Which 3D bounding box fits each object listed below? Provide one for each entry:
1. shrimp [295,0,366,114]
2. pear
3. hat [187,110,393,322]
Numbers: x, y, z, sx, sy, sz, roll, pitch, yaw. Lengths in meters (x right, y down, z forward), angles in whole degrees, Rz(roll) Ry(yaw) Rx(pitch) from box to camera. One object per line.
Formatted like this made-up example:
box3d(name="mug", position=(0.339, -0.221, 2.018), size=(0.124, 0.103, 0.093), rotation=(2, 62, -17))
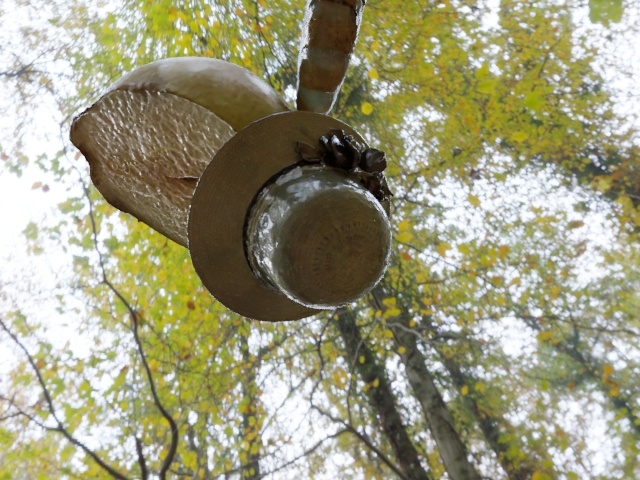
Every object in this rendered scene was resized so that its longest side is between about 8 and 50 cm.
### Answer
box3d(name="shrimp", position=(0.006, -0.246, 0.808), size=(0.068, 0.287, 0.185), rotation=(12, -89, -3))
box3d(name="pear", position=(-0.170, -0.142, 0.935), size=(0.386, 0.191, 0.340), rotation=(17, -38, 16))
box3d(name="hat", position=(0.000, 0.000, 0.636), size=(0.257, 0.130, 0.257), rotation=(-11, -65, -25))
